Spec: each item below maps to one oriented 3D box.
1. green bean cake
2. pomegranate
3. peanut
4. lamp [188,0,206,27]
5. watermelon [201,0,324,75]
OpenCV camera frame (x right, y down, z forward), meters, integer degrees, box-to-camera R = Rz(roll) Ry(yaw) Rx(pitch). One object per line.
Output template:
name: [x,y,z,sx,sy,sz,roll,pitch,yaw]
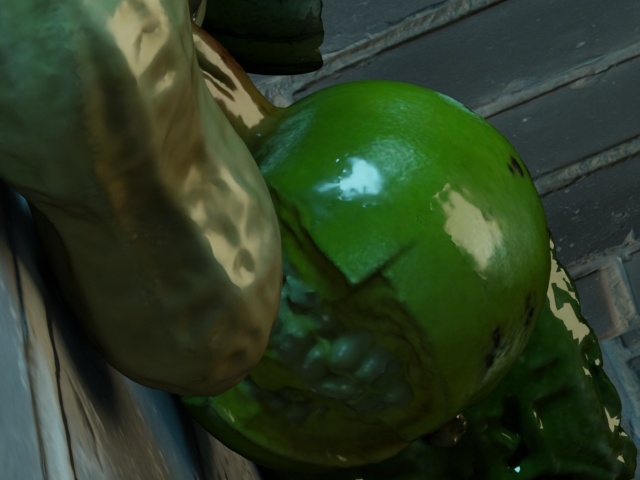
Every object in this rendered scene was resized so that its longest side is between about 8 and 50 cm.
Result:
green bean cake: [0.073,0.103,1.287,0.156,0.250,0.247,-107,174,-75]
pomegranate: [-0.015,-0.011,1.002,0.302,0.236,0.236,46,6,-9]
peanut: [-0.087,-0.043,0.766,0.125,0.111,0.274,-101,169,-57]
lamp: [-0.126,-0.161,1.152,0.250,0.101,0.101,26,42,-82]
watermelon: [-0.117,-0.291,1.592,0.331,0.189,0.330,170,-90,-85]
